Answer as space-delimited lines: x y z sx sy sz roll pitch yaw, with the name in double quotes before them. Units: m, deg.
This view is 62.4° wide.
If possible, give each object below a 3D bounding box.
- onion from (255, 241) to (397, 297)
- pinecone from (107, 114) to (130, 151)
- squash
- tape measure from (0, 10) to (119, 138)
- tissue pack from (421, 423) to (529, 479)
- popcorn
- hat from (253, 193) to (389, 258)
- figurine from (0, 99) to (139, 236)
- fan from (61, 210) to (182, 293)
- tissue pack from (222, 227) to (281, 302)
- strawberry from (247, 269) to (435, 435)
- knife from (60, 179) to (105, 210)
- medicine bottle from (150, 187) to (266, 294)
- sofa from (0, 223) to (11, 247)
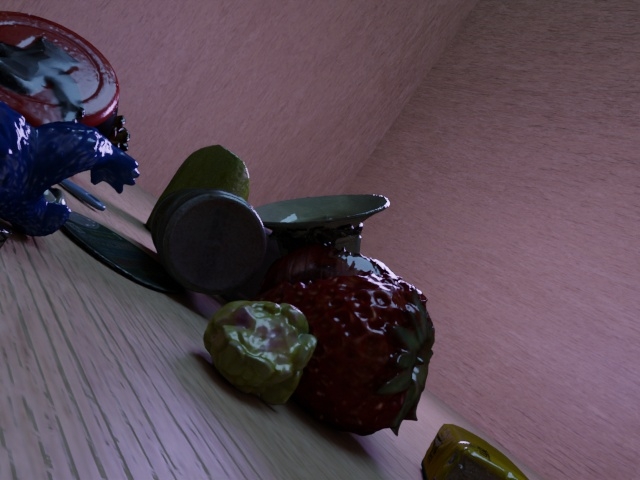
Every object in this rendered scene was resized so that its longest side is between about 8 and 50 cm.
"onion" 0.010 0.144 0.838 0.272 0.195 0.272 15 -40 13
"pinecone" -0.566 -0.281 1.204 0.246 0.246 0.292 32 -7 40
"squash" -0.283 -0.095 1.283 0.189 0.260 0.189 32 -2 2
"tape measure" -0.429 -0.222 0.763 0.253 0.260 0.114 33 -47 -12
"tissue pack" 0.193 0.294 0.643 0.120 0.082 0.169 33 -4 11
"popcorn" -0.066 0.107 0.527 0.109 0.089 0.097 26 31 6
"hat" 0.000 0.000 0.947 0.257 0.130 0.257 -6 13 2
"figurine" -0.284 -0.066 0.435 0.164 0.120 0.262 -5 -25 13
"fan" -0.307 -0.004 0.718 0.294 0.012 0.223 37 -3 -26
"tissue pack" -0.068 0.101 1.079 0.246 0.159 0.136 36 -3 -13
"strawberry" 0.010 0.120 0.652 0.244 0.205 0.205 11 -14 25
"knife" -0.530 -0.138 1.007 0.313 0.019 0.044 32 -2 15
"medicine bottle" -0.192 -0.009 0.855 0.151 0.151 0.322 36 -7 -19
"sofa" -0.248 -0.013 0.310 0.060 0.039 0.118 36 -4 5
